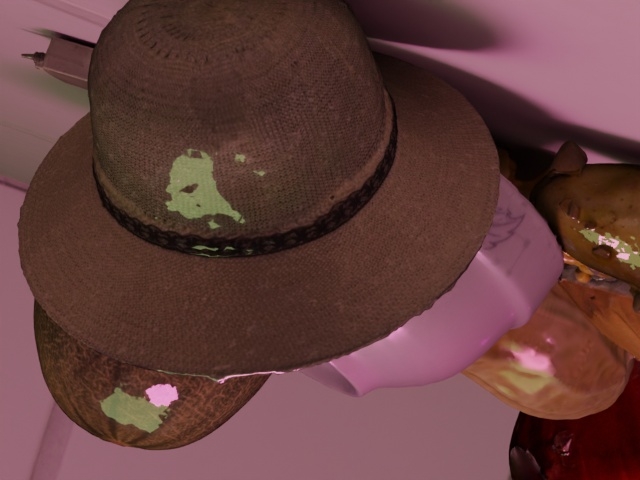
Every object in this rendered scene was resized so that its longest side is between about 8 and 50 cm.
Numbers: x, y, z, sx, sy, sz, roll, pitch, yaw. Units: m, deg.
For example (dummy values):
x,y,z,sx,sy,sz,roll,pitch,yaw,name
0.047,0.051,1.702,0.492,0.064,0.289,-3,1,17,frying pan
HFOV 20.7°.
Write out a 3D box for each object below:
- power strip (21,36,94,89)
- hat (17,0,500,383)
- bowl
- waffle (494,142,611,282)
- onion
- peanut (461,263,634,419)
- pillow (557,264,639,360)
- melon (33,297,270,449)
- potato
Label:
x,y,z,sx,sy,sz,roll,pitch,yaw,name
-0.125,-0.117,1.365,0.227,0.029,0.080,16,177,5,power strip
-0.040,-0.065,0.882,0.257,0.257,0.130,15,139,24,hat
0.000,0.000,1.124,0.287,0.143,0.287,32,170,6,bowl
0.117,-0.033,1.304,0.262,0.060,0.280,18,175,38,waffle
0.387,0.253,2.130,0.341,0.341,0.341,17,175,1,onion
0.183,0.079,1.759,0.340,0.158,0.174,24,-162,-24,peanut
0.390,0.098,1.426,0.310,0.119,0.312,26,173,-39,pillow
-0.133,0.041,1.579,0.237,0.301,0.237,19,174,2,melon
0.238,0.006,1.084,0.225,0.090,0.117,20,161,9,potato
